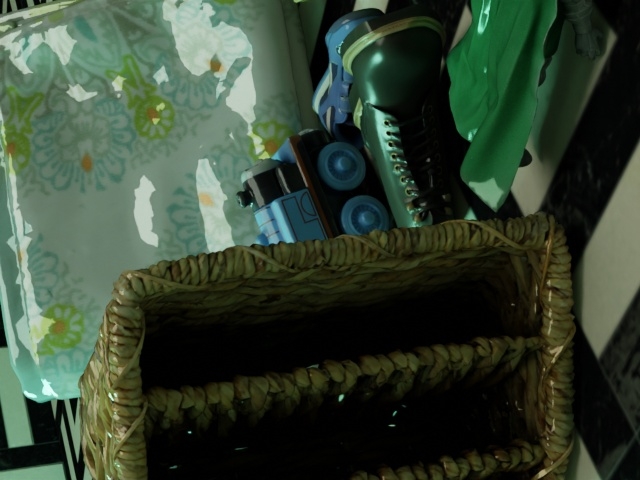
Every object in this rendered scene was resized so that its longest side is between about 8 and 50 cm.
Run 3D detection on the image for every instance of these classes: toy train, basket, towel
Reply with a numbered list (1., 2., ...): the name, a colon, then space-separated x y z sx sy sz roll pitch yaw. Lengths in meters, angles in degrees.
1. toy train: 0.000 0.000 1.131 0.184 0.105 0.080 68 158 6
2. basket: 0.011 0.129 0.874 0.223 0.299 0.213 127 134 -62
3. towel: -0.154 -0.059 1.263 0.090 0.321 0.374 7 -109 -68

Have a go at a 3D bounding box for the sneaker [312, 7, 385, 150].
1. sneaker: 0.031 -0.130 1.124 0.144 0.053 0.059 101 154 -56

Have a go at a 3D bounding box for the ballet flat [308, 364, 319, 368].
1. ballet flat: -0.096 -0.046 1.345 0.139 0.139 0.400 137 121 -66

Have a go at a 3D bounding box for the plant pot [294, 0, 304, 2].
1. plant pot: 0.027 -0.229 1.055 0.081 0.083 0.081 -174 78 -70

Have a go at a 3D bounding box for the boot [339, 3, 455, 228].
1. boot: 0.069 -0.073 0.984 0.198 0.077 0.137 69 -175 -75

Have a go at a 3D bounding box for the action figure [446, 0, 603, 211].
1. action figure: 0.128 -0.143 0.827 0.232 0.064 0.137 103 155 -51

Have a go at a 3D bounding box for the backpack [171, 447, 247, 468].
1. backpack: -0.129 0.220 1.423 0.355 0.273 0.290 -86 2 -65
